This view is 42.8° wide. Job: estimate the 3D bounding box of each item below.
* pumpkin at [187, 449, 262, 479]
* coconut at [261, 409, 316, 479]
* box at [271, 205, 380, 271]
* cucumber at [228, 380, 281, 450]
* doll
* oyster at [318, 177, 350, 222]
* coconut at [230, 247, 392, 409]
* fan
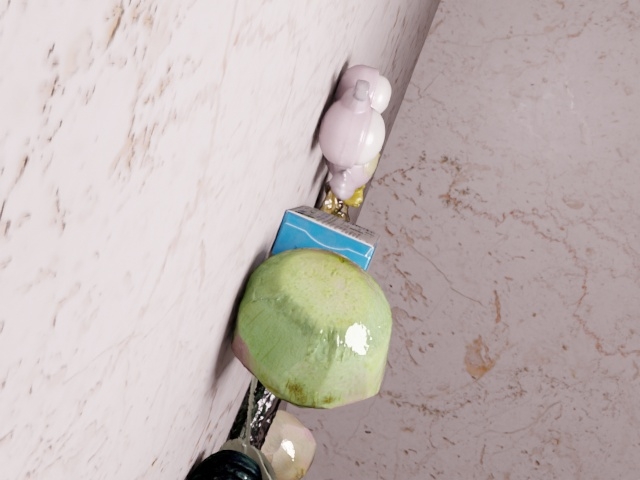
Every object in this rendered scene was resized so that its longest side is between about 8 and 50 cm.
[{"bbox_3d":[-0.154,0.417,1.257,0.194,0.150,0.194,175,-90,-72],"label":"pumpkin"},{"bbox_3d":[-0.095,0.495,1.929,0.183,0.171,0.171,37,-69,52],"label":"coconut"},{"bbox_3d":[0.014,0.006,1.263,0.194,0.139,0.073,-35,147,-81],"label":"box"},{"bbox_3d":[-0.130,0.355,1.611,0.081,0.072,0.303,96,17,-75],"label":"cucumber"},{"bbox_3d":[0.053,-0.159,1.268,0.365,0.094,0.160,95,15,-76],"label":"doll"},{"bbox_3d":[0.001,-0.001,1.575,0.129,0.078,0.345,-46,162,-55],"label":"oyster"},{"bbox_3d":[-0.012,0.124,1.100,0.236,0.235,0.205,106,-13,-49],"label":"coconut"},{"bbox_3d":[-0.131,0.367,1.376,0.012,0.233,0.415,8,85,-42],"label":"fan"}]
